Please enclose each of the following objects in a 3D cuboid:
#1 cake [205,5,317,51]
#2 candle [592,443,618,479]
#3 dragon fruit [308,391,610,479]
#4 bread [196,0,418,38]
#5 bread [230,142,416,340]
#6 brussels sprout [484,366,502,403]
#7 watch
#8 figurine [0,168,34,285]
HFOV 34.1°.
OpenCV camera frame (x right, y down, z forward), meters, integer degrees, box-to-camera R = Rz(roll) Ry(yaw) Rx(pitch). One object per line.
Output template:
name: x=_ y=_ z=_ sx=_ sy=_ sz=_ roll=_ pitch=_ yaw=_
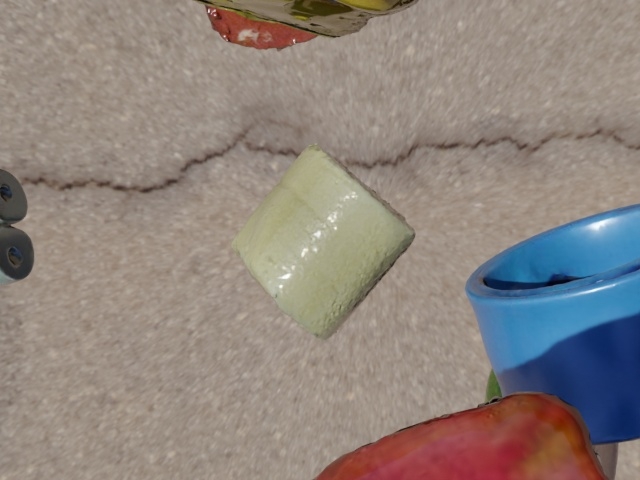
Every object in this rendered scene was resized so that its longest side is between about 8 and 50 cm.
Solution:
cake: x=-0.065 y=-0.365 z=1.227 sx=0.177 sy=0.151 sz=0.283 roll=-9 pitch=128 yaw=7
candle: x=0.231 y=0.242 z=1.079 sx=0.131 sy=0.287 sz=0.316 roll=2 pitch=65 yaw=19
dragon fruit: x=0.017 y=0.254 z=0.405 sx=0.228 sy=0.286 sz=0.329 roll=-8 pitch=66 yaw=-12
bread: x=-0.009 y=-0.218 z=0.806 sx=0.161 sy=0.233 sz=0.088 roll=4 pitch=92 yaw=-22
bread: x=0.000 y=0.000 z=1.003 sx=0.134 sy=0.148 sz=0.141 roll=38 pitch=94 yaw=-14
brussels sprout: x=0.293 y=0.218 z=1.482 sx=0.118 sy=0.155 sz=0.155 roll=16 pitch=92 yaw=32
watch: x=0.280 y=0.041 z=0.896 sx=0.275 sy=0.305 sz=0.241 roll=-15 pitch=98 yaw=31
figurine: x=-0.440 y=0.011 z=0.919 sx=0.382 sy=0.205 sz=0.224 roll=-29 pitch=79 yaw=19
